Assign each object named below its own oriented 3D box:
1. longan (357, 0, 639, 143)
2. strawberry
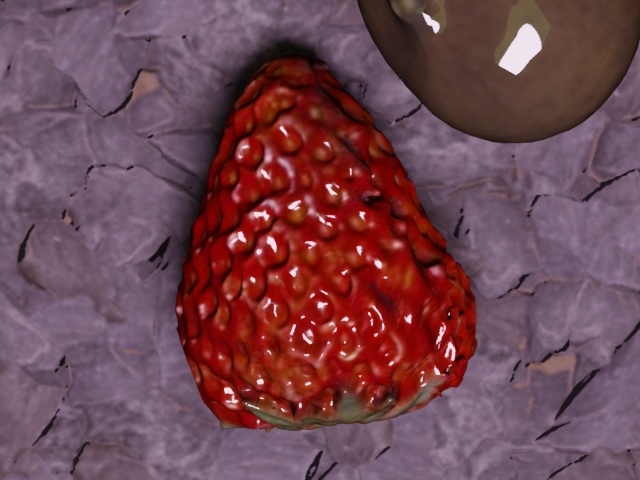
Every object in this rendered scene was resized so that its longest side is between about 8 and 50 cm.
[{"bbox_3d":[0.113,-0.153,1.160,0.189,0.189,0.189,-1,108,-2],"label":"longan"},{"bbox_3d":[0.000,0.000,1.205,0.205,0.205,0.244,-7,87,0],"label":"strawberry"}]
